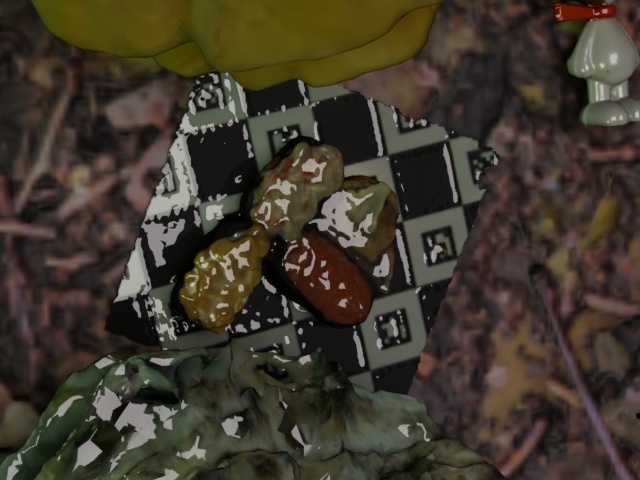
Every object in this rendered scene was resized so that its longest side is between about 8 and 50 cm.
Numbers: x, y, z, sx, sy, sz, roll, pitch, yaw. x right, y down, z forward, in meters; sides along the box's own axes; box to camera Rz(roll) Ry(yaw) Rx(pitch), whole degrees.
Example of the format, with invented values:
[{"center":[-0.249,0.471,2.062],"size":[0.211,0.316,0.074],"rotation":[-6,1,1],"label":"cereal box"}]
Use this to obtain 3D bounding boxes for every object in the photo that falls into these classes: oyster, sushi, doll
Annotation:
[{"center":[0.000,0.149,0.662],"size":[0.268,0.112,0.198],"rotation":[34,84,-25],"label":"oyster"},{"center":[0.000,0.000,0.700],"size":[0.126,0.026,0.120],"rotation":[22,85,-20],"label":"sushi"},{"center":[0.105,-0.087,0.731],"size":[0.058,0.040,0.085],"rotation":[10,88,-30],"label":"doll"}]

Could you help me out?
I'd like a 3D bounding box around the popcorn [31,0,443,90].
[{"center":[-0.033,-0.176,0.592],"size":[0.332,0.225,0.265],"rotation":[-1,81,1],"label":"popcorn"}]
